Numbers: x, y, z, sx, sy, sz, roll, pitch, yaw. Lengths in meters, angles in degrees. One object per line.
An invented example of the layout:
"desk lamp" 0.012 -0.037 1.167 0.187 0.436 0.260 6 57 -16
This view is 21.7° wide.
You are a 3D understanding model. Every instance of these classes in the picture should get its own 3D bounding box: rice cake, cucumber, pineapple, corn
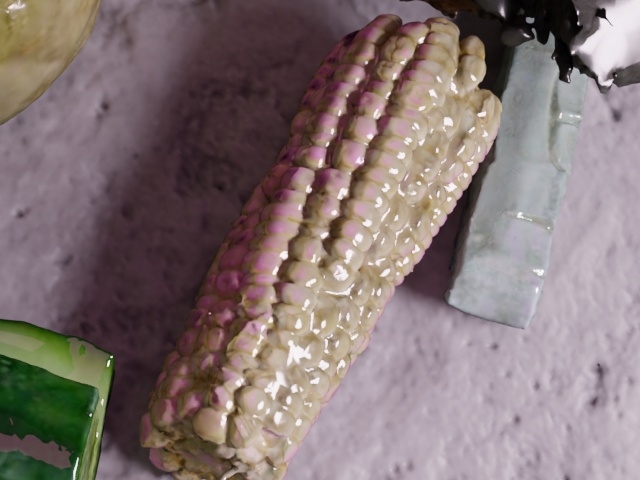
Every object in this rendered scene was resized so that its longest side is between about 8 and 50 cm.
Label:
"rice cake" 0.147 -0.094 1.143 0.066 0.063 0.336 15 66 0
"cucumber" -0.185 0.134 0.905 0.130 0.191 0.191 11 65 -8
"pineapple" 0.121 -0.186 1.085 0.157 0.158 0.279 -24 50 -21
"corn" -0.001 0.001 1.036 0.126 0.127 0.335 32 66 1

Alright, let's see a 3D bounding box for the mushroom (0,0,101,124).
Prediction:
"mushroom" -0.264 -0.176 0.993 0.292 0.217 0.212 2 70 -13
